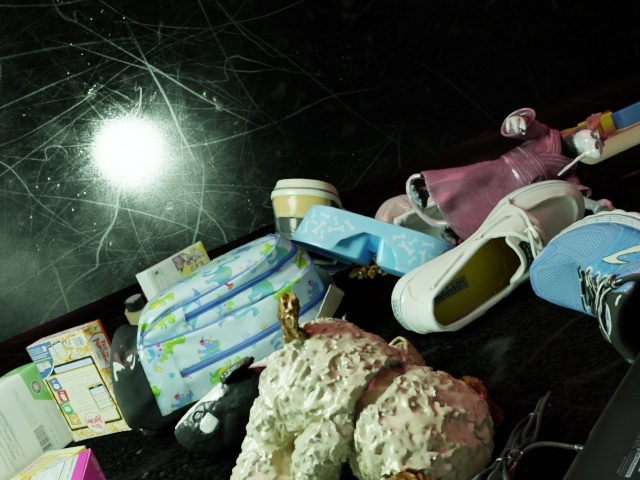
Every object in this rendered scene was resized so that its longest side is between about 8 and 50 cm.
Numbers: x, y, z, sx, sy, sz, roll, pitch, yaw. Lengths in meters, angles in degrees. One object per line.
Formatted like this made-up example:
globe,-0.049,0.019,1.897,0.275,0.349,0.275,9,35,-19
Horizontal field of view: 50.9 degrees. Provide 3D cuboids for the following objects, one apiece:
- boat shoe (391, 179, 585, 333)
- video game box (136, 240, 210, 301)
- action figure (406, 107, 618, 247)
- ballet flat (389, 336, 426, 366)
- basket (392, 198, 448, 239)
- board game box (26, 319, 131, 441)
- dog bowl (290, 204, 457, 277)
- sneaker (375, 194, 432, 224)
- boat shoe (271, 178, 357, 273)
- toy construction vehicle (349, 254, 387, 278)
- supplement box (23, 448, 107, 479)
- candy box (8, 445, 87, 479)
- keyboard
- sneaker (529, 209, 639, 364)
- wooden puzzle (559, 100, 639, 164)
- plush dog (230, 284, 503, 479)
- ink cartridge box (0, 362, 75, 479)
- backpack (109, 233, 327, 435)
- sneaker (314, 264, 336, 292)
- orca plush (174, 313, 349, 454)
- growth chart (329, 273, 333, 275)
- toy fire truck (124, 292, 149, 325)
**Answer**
boat shoe,0.283,0.020,0.992,0.367,0.135,0.156,-29,10,-17
video game box,-0.309,0.130,1.571,0.048,0.205,0.187,-17,11,41
action figure,0.374,-0.105,1.254,0.370,0.248,0.276,-31,3,-1
ballet flat,0.042,0.184,0.843,0.206,0.067,0.073,-29,12,-29
basket,0.245,-0.030,1.439,0.167,0.113,0.103,-23,5,2
board game box,-0.410,0.248,1.178,0.147,0.193,0.045,-18,10,26
dog bowl,0.097,0.012,1.144,0.297,0.074,0.166,16,-6,17
sneaker,0.275,-0.089,1.706,0.169,0.108,0.292,-18,9,46
boat shoe,0.000,0.000,1.499,0.187,0.156,0.500,1,-11,11
toy construction vehicle,0.118,0.061,1.487,0.098,0.035,0.086,-20,20,35
supplement box,-0.334,0.340,0.730,0.220,0.111,0.114,-24,9,-10
candy box,-0.464,0.388,1.033,0.105,0.027,0.206,-20,9,33
keyboard,0.232,0.175,0.530,0.202,0.033,0.317,0,22,43
sneaker,0.335,0.048,0.726,0.147,0.129,0.330,-24,9,-21
wooden puzzle,0.746,-0.293,1.808,0.322,0.080,0.348,-24,9,-6
plush dog,0.057,0.165,0.647,0.225,0.210,0.262,17,35,33
ink cartridge box,-0.546,0.331,1.138,0.093,0.160,0.219,-19,9,29
backpack,-0.155,0.141,1.121,0.356,0.273,0.290,-11,0,-7
sneaker,-0.124,0.123,1.413,0.341,0.125,0.140,-14,14,48
orca plush,-0.047,0.220,0.915,0.287,0.102,0.151,-18,-41,-36
growth chart,-0.063,0.106,1.682,0.172,0.021,0.237,-30,12,-34
toy fire truck,-0.424,0.166,1.910,0.217,0.158,0.246,-24,20,-3
